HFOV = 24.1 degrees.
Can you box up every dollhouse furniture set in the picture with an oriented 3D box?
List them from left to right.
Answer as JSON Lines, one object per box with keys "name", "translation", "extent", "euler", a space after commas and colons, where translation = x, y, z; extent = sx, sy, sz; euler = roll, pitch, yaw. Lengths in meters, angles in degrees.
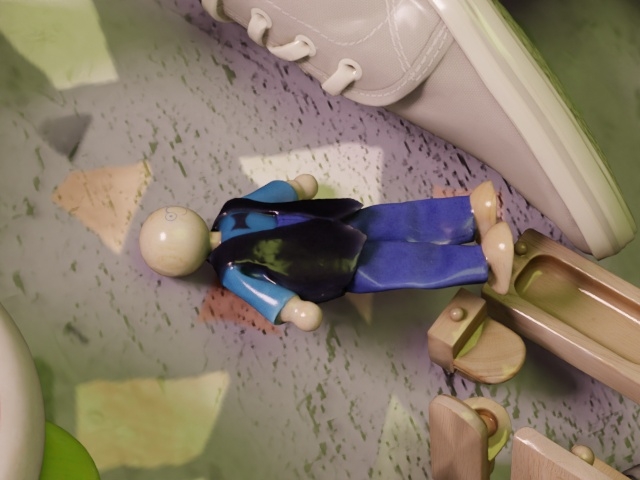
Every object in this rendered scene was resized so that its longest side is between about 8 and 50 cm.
{"name": "dollhouse furniture set", "translation": [0.125, 0.060, 0.761], "extent": [0.144, 0.123, 0.151], "euler": [31, 67, 22]}

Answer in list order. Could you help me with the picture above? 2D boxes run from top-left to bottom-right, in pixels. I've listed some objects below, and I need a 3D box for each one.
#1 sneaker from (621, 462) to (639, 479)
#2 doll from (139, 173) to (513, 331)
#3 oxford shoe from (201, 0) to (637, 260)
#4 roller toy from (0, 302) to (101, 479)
{"name": "sneaker", "translation": [0.218, 0.136, 0.822], "extent": [0.106, 0.078, 0.234], "euler": [36, 59, -9]}
{"name": "doll", "translation": [0.000, 0.000, 0.785], "extent": [0.189, 0.046, 0.129], "euler": [-2, 36, -6]}
{"name": "oxford shoe", "translation": [0.006, -0.150, 0.841], "extent": [0.130, 0.169, 0.449], "euler": [-43, 98, 7]}
{"name": "roller toy", "translation": [-0.215, 0.096, 0.599], "extent": [0.191, 0.146, 0.209], "euler": [-31, 72, -35]}
